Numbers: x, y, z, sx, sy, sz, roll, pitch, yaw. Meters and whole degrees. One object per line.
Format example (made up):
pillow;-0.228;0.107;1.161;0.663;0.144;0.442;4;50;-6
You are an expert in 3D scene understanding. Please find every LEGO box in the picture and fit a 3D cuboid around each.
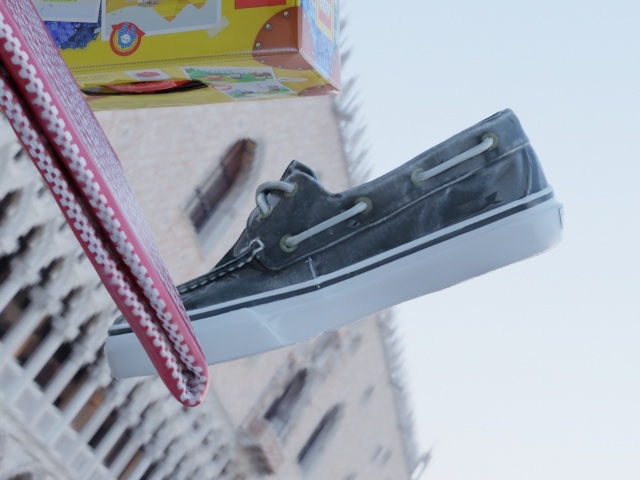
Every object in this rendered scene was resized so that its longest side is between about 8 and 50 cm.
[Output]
LEGO box;-0.230;-0.377;1.566;0.500;0.373;0.193;-2;-9;17

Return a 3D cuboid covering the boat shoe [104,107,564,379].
boat shoe;0.000;0.000;0.831;0.121;0.335;0.119;176;-106;-85

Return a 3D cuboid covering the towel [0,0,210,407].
towel;-0.124;-0.061;0.528;0.199;0.031;0.275;64;-5;-27
